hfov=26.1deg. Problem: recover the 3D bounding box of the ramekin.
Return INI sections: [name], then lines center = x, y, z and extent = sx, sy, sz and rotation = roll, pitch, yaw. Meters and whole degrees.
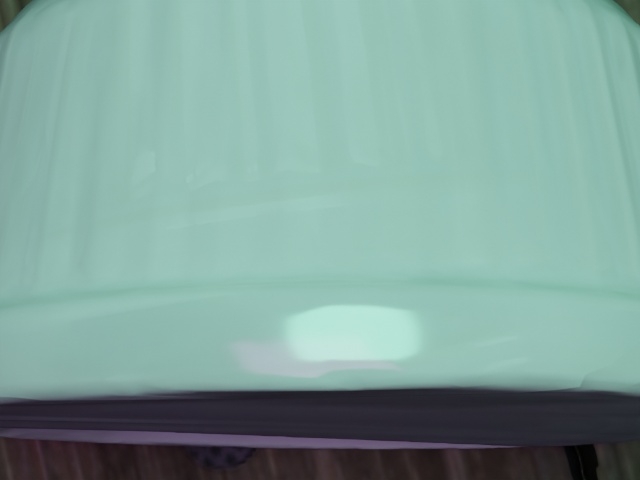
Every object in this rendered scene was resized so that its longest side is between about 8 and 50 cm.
[ramekin]
center = 0.000, 0.000, 0.458
extent = 0.272, 0.273, 0.127
rotation = -2, 78, 9
